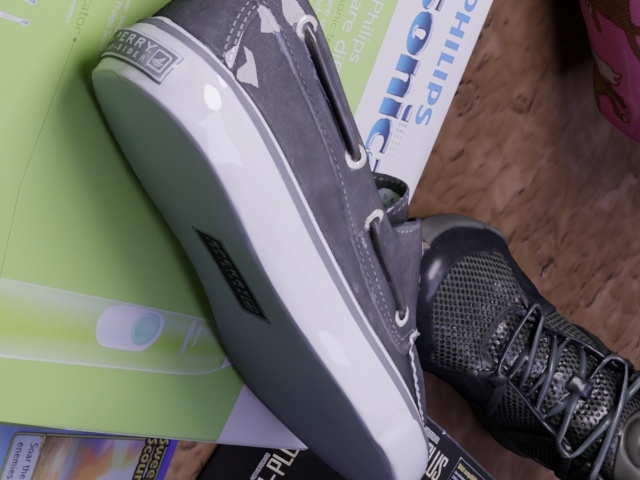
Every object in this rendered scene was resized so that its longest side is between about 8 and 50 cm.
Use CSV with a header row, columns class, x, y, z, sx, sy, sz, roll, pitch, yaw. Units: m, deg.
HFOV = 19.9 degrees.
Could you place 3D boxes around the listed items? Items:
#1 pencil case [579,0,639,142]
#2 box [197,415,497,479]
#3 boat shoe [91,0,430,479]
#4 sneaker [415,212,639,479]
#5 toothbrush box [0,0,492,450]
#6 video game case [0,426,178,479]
class,x,y,z,sx,sy,sz,roll,pitch,yaw
pencil case,0.196,-0.221,0.840,0.167,0.160,0.386,-39,135,-28
box,0.013,0.155,0.907,0.147,0.077,0.180,-57,142,-9
boat shoe,0.000,0.000,0.613,0.076,0.080,0.228,-45,133,-19
sneaker,0.119,0.066,0.941,0.087,0.130,0.227,-56,140,-13
toothbrush box,-0.089,-0.049,0.635,0.283,0.122,0.206,13,101,-51
video game case,-0.195,0.174,0.689,0.244,0.061,0.269,11,102,-50
